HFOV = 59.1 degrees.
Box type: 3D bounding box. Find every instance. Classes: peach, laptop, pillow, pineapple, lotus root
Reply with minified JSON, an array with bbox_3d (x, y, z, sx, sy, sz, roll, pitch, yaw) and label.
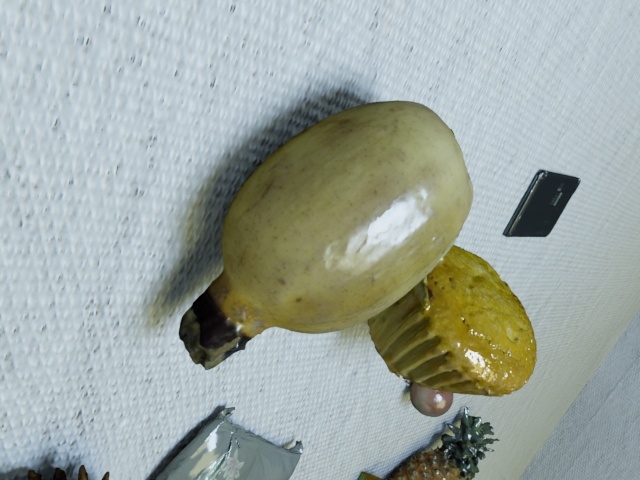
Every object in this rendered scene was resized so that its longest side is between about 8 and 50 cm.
[{"bbox_3d":[0.208,0.286,1.053,0.083,0.083,0.083,-28,139,-28],"label":"peach"},{"bbox_3d":[0.400,-0.061,1.010,0.180,0.016,0.129,0,120,-46],"label":"laptop"},{"bbox_3d":[-0.114,0.318,0.756,0.169,0.059,0.255,-49,144,-7],"label":"pillow"},{"bbox_3d":[0.305,0.523,1.306,0.340,0.169,0.169,-32,140,-27],"label":"pineapple"},{"bbox_3d":[0.000,0.000,0.514,0.310,0.183,0.183,-37,142,-9],"label":"lotus root"}]

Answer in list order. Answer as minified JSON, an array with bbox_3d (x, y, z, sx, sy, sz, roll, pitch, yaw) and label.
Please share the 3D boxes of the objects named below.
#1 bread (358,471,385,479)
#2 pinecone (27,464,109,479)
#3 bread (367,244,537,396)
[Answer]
[{"bbox_3d":[0.144,0.531,1.161,0.139,0.084,0.074,12,114,-28],"label":"bread"},{"bbox_3d":[-0.254,0.307,0.498,0.207,0.207,0.208,-28,139,-28],"label":"pinecone"},{"bbox_3d":[0.180,0.108,0.753,0.239,0.240,0.139,1,139,-48],"label":"bread"}]
